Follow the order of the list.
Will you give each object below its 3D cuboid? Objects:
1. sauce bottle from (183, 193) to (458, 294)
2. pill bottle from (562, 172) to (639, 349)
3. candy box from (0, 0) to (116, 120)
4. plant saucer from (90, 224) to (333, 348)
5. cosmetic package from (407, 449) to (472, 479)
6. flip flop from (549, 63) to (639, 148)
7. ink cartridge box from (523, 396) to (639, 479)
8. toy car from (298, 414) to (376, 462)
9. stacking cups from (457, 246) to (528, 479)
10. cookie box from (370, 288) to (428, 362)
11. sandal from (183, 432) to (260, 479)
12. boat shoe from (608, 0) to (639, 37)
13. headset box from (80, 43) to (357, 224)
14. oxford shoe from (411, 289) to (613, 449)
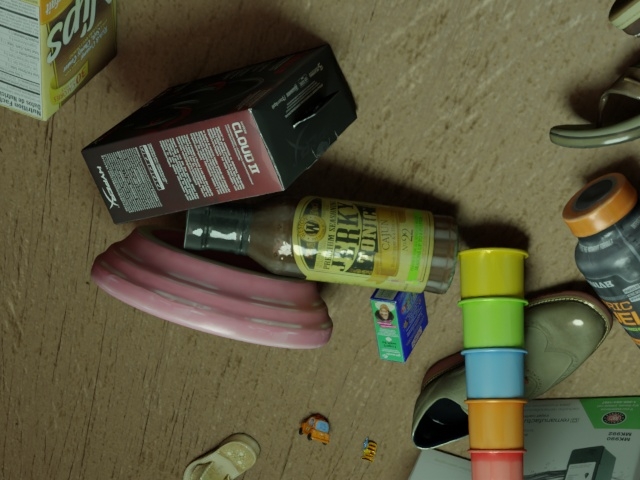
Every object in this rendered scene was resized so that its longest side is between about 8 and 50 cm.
[{"bbox_3d":[0.000,0.000,1.576,0.344,0.111,0.111,6,131,-6],"label":"sauce bottle"},{"bbox_3d":[0.390,0.037,1.471,0.130,0.130,0.245,-28,109,39],"label":"pill bottle"},{"bbox_3d":[-0.326,-0.328,1.513,0.087,0.183,0.316,20,131,13],"label":"candy box"},{"bbox_3d":[-0.137,0.053,1.663,0.332,0.332,0.084,19,96,13],"label":"plant saucer"},{"bbox_3d":[0.209,0.515,1.916,0.197,0.155,0.365,16,130,14],"label":"cosmetic package"},{"bbox_3d":[0.377,-0.163,1.350,0.277,0.112,0.080,-21,88,39],"label":"flip flop"},{"bbox_3d":[0.329,0.346,1.632,0.211,0.289,0.121,-7,122,30],"label":"ink cartridge box"},{"bbox_3d":[0.029,0.305,1.937,0.122,0.060,0.040,20,89,-10],"label":"toy car"},{"bbox_3d":[0.212,0.170,1.558,0.096,0.096,0.316,-3,79,28],"label":"stacking cups"},{"bbox_3d":[0.108,0.097,1.686,0.040,0.092,0.107,7,127,26],"label":"cookie box"},{"bbox_3d":[-0.185,0.410,2.084,0.088,0.079,0.240,37,133,-4],"label":"sandal"},{"bbox_3d":[0.447,-0.277,1.211,0.342,0.123,0.123,-31,106,33],"label":"boat shoe"},{"bbox_3d":[-0.109,-0.134,1.527,0.293,0.218,0.110,-9,113,33],"label":"headset box"},{"bbox_3d":[0.251,0.189,1.657,0.123,0.130,0.348,40,132,-6],"label":"oxford shoe"}]
